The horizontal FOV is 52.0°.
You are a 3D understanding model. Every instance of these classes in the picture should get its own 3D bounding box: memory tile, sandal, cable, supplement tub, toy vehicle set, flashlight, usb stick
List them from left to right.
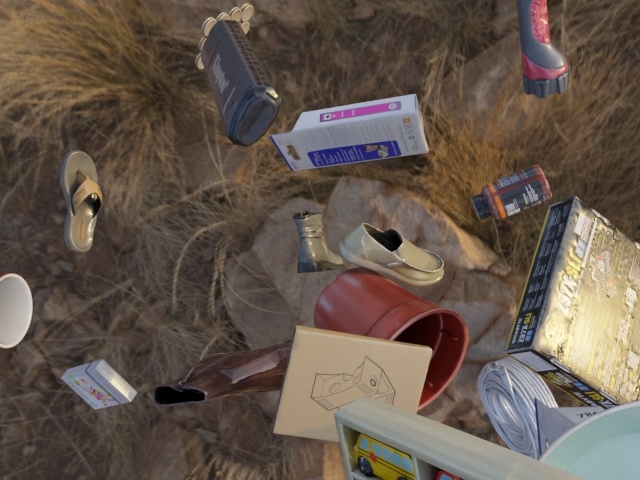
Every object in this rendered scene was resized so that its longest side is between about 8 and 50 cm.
[{"bbox_3d":[-0.499,-0.080,1.380,0.060,0.090,0.219,-1,84,33],"label":"sandal"},{"bbox_3d":[-0.192,-0.409,1.309,0.012,0.113,0.148,37,46,14],"label":"memory tile"},{"bbox_3d":[-0.101,-0.195,0.778,0.077,0.045,0.278,-52,32,19],"label":"usb stick"},{"bbox_3d":[0.117,0.217,0.441,0.267,0.035,0.165,5,110,54],"label":"toy vehicle set"},{"bbox_3d":[0.510,-0.123,1.767,0.198,0.106,0.105,-22,69,11],"label":"supplement tub"},{"bbox_3d":[0.486,0.412,1.610,0.089,0.257,0.257,-25,74,-14],"label":"cable"},{"bbox_3d":[0.472,-0.458,1.394,0.103,0.303,0.103,-29,39,-15],"label":"flashlight"}]

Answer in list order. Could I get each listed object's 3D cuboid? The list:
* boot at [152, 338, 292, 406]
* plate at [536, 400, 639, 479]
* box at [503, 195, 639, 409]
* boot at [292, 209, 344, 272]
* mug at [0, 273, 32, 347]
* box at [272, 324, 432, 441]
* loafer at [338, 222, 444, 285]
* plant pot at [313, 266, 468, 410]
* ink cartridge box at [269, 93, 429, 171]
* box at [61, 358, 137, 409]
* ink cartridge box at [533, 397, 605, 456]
[{"bbox_3d":[-0.116,0.226,1.057,0.249,0.207,0.090,-8,93,30],"label":"boot"},{"bbox_3d":[0.232,0.201,0.482,0.188,0.024,0.188,-1,101,-3],"label":"plate"},{"bbox_3d":[0.495,0.120,1.204,0.257,0.079,0.321,31,65,-14],"label":"box"},{"bbox_3d":[0.000,0.000,1.716,0.084,0.246,0.161,-4,88,19],"label":"boot"},{"bbox_3d":[-0.553,0.106,0.985,0.170,0.150,0.113,2,97,9],"label":"mug"},{"bbox_3d":[0.045,0.214,0.942,0.201,0.021,0.164,10,103,-8],"label":"box"},{"bbox_3d":[0.176,0.030,1.492,0.101,0.269,0.092,-105,35,-49],"label":"loafer"},{"bbox_3d":[0.135,0.205,1.458,0.272,0.272,0.265,-49,43,-3],"label":"plant pot"},{"bbox_3d":[0.075,-0.263,1.646,0.371,0.175,0.069,-8,62,15],"label":"ink cartridge box"},{"bbox_3d":[-0.631,0.411,1.863,0.186,0.145,0.038,-19,29,38],"label":"box"},{"bbox_3d":[0.347,0.298,0.735,0.065,0.333,0.165,-9,97,-7],"label":"ink cartridge box"}]
